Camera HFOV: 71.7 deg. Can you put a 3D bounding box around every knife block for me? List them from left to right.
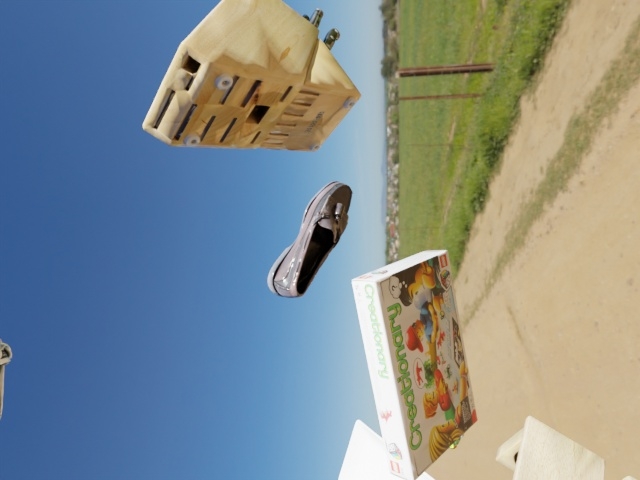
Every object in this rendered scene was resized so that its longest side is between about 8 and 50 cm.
[{"bbox_3d":[-0.081,-0.211,0.464,0.276,0.088,0.242,-12,-117,-49],"label":"knife block"}]

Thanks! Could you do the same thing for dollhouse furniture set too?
[{"bbox_3d":[0.172,0.249,0.322,0.123,0.144,0.151,-47,-20,-44],"label":"dollhouse furniture set"}]

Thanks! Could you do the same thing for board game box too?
[{"bbox_3d":[0.157,0.184,0.702,0.193,0.053,0.305,-17,-83,-41],"label":"board game box"}]

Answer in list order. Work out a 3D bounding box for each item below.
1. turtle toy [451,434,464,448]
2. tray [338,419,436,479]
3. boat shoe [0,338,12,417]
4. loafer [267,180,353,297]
[{"bbox_3d":[0.335,0.488,1.164,0.130,0.066,0.095,-89,15,-61],"label":"turtle toy"},{"bbox_3d":[0.138,0.463,0.819,0.270,0.030,0.145,16,90,56],"label":"tray"},{"bbox_3d":[-0.574,0.203,0.764,0.083,0.076,0.226,147,124,-84],"label":"boat shoe"},{"bbox_3d":[0.000,0.000,0.985,0.109,0.095,0.302,42,-108,-33],"label":"loafer"}]
